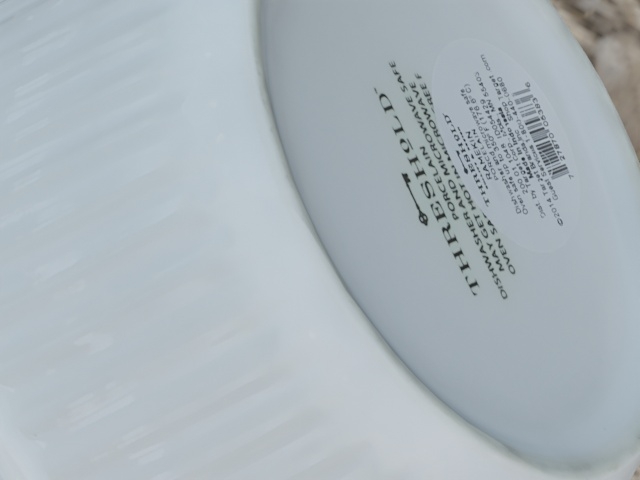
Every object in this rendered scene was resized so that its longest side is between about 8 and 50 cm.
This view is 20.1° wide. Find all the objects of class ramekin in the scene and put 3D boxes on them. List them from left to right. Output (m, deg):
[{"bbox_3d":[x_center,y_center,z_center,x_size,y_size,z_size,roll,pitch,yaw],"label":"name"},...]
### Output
[{"bbox_3d":[0.000,0.000,0.465,0.207,0.109,0.207,31,45,-37],"label":"ramekin"}]
